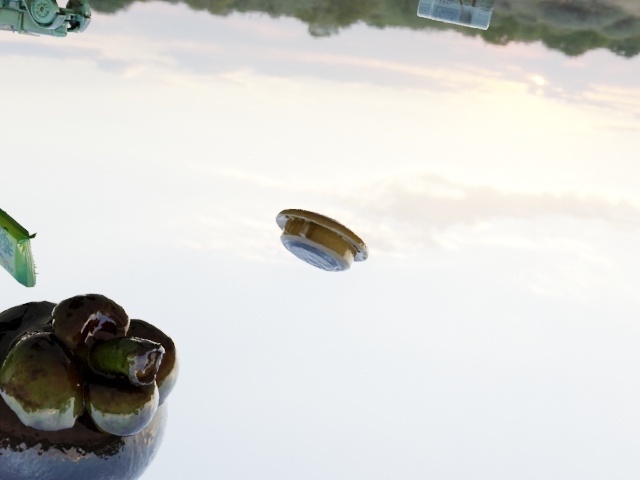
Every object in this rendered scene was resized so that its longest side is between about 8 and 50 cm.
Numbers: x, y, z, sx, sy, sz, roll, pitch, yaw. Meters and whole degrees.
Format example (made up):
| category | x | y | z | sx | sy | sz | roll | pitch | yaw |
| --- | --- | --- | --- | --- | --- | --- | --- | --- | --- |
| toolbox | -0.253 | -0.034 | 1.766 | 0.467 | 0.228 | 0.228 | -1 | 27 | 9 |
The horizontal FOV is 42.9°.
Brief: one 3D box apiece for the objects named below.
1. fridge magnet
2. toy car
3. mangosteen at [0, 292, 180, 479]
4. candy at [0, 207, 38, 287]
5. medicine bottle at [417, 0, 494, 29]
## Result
| category | x | y | z | sx | sy | sz | roll | pitch | yaw |
| --- | --- | --- | --- | --- | --- | --- | --- | --- | --- |
| fridge magnet | 0.000 | 0.000 | 1.144 | 0.143 | 0.063 | 0.143 | 22 | 163 | 7 |
| toy car | -0.326 | -0.251 | 0.891 | 0.143 | 0.054 | 0.073 | 16 | -166 | 17 |
| mangosteen | -0.210 | 0.125 | 0.677 | 0.194 | 0.230 | 0.194 | 25 | -139 | -24 |
| candy | -0.478 | -0.012 | 1.190 | 0.178 | 0.102 | 0.032 | 35 | -140 | 23 |
| medicine bottle | 0.157 | -0.275 | 0.941 | 0.083 | 0.047 | 0.047 | 13 | -163 | 6 |
